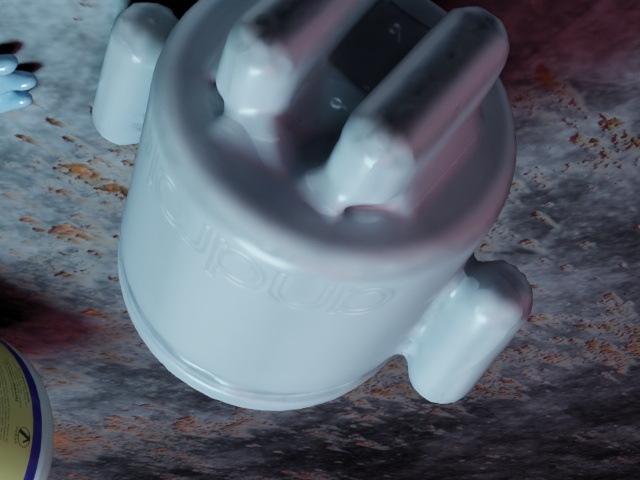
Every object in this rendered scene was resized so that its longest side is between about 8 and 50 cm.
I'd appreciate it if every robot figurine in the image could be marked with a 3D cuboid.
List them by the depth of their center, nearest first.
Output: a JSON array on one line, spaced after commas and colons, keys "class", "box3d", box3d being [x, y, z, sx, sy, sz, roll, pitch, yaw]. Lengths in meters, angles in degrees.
[{"class": "robot figurine", "box3d": [-0.014, -0.022, 0.713, 0.200, 0.300, 0.353, -44, 170, -30]}]

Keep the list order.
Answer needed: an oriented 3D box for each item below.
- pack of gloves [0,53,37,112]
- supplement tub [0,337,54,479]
[{"class": "pack of gloves", "box3d": [-0.304, -0.087, 0.717, 0.232, 0.046, 0.195, -15, 155, 23]}, {"class": "supplement tub", "box3d": [-0.409, 0.153, 1.000, 0.241, 0.241, 0.331, -14, 155, 20]}]
